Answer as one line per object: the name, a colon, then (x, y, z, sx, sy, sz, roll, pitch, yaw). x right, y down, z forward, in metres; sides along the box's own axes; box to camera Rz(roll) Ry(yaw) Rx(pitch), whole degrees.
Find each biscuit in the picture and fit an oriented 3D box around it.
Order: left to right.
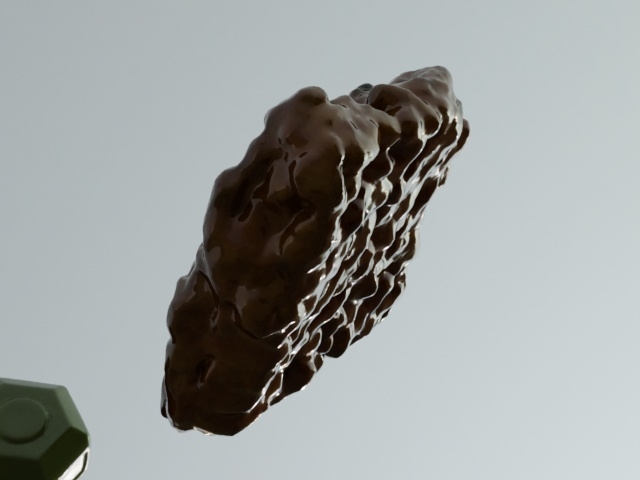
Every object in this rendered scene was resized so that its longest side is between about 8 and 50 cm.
biscuit: (0.000, 0.000, 0.933, 0.312, 0.111, 0.318, -30, -33, -54)

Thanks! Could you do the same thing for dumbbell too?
dumbbell: (-0.280, 0.250, 1.031, 0.121, 0.108, 0.302, -48, -18, -43)
